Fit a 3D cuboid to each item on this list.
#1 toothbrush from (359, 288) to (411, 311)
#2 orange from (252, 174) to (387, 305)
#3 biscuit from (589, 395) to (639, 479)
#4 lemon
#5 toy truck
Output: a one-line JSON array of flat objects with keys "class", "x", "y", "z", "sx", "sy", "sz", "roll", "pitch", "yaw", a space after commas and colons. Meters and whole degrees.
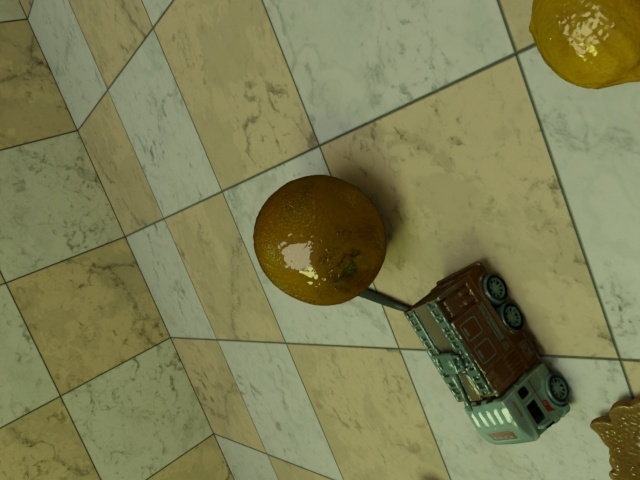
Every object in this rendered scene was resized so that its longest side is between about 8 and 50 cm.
[{"class": "toothbrush", "x": 0.146, "y": 0.136, "z": 1.200, "sx": 0.297, "sy": 0.030, "sz": 0.030, "roll": 18, "pitch": 99, "yaw": 47}, {"class": "orange", "x": 0.000, "y": 0.000, "z": 1.088, "sx": 0.274, "sy": 0.274, "sz": 0.274, "roll": 30, "pitch": 133, "yaw": 38}, {"class": "biscuit", "x": 0.518, "y": 0.307, "z": 0.834, "sx": 0.162, "sy": 0.035, "sz": 0.250, "roll": 32, "pitch": 135, "yaw": 27}, {"class": "lemon", "x": 0.321, "y": -0.264, "z": 0.629, "sx": 0.142, "sy": 0.142, "sz": 0.187, "roll": -31, "pitch": 82, "yaw": 54}, {"class": "toy truck", "x": 0.289, "y": 0.209, "z": 0.949, "sx": 0.305, "sy": 0.162, "sz": 0.136, "roll": 59, "pitch": 144, "yaw": 6}]
